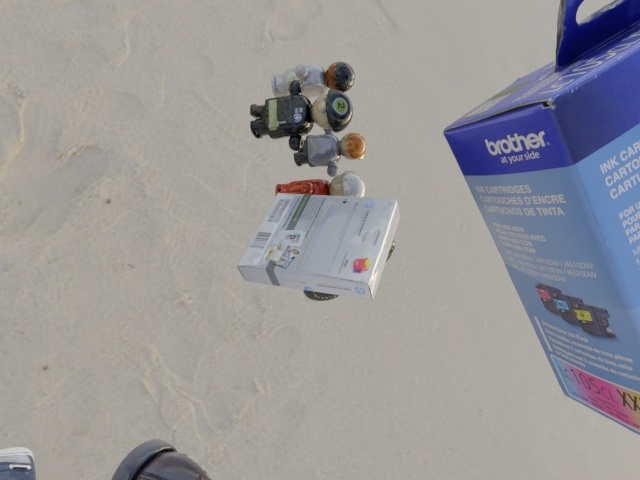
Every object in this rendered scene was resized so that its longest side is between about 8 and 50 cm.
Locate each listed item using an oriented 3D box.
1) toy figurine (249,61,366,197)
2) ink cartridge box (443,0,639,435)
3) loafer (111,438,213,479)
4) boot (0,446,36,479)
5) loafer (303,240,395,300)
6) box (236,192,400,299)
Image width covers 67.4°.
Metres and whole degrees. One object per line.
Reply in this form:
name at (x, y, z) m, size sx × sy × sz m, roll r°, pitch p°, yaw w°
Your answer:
toy figurine at (0.000, -0.170, 0.771) m, size 0.210 × 0.148 × 0.213 m, roll -74°, pitch 154°, yaw -50°
ink cartridge box at (0.303, -0.054, 0.453) m, size 0.270 × 0.151 × 0.396 m, roll -32°, pitch 102°, yaw -13°
loafer at (-0.163, 0.354, 0.469) m, size 0.109 × 0.095 × 0.303 m, roll -7°, pitch 107°, yaw -65°
boot at (-0.556, 0.388, 0.763) m, size 0.190 × 0.086 × 0.069 m, roll 5°, pitch 110°, yaw -43°
loafer at (0.042, 0.040, 0.887) m, size 0.220 × 0.080 × 0.078 m, roll -24°, pitch 55°, yaw -38°
box at (0.000, 0.000, 0.649) m, size 0.038 × 0.186 × 0.145 m, roll 68°, pitch 36°, yaw -44°
